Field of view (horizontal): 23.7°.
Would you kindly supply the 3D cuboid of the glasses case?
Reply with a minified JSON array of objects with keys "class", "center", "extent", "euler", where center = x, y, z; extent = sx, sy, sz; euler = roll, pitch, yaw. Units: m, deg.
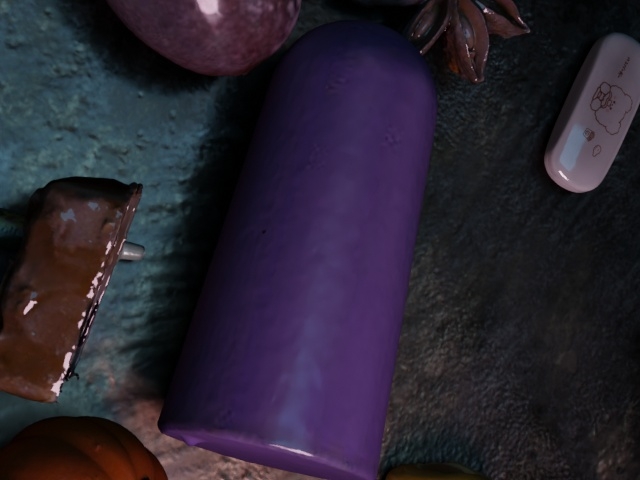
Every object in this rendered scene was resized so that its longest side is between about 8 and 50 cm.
[{"class":"glasses case","center":[0.314,-0.145,1.722],"extent":[0.074,0.049,0.193],"euler":[32,76,-19]}]

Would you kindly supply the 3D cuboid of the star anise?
[{"class":"star anise","center":[0.126,-0.257,1.635],"extent":[0.212,0.073,0.197],"euler":[31,72,-16]}]

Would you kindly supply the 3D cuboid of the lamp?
[{"class":"lamp","center":[-0.224,0.268,1.380],"extent":[0.223,0.196,0.223],"euler":[1,89,-61]}]

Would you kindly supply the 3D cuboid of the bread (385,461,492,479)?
[{"class":"bread","center":[0.124,0.318,1.590],"extent":[0.134,0.085,0.173],"euler":[10,83,-23]}]

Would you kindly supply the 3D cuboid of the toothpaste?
[{"class":"toothpaste","center":[-0.267,-0.005,1.469],"extent":[0.204,0.031,0.049],"euler":[10,82,-21]}]

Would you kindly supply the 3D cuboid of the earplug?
[{"class":"earplug","center":[0.000,0.000,1.500],"extent":[0.215,0.215,0.456],"euler":[20,75,-21]}]

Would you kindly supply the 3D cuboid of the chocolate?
[{"class":"chocolate","center":[-0.239,0.033,1.393],"extent":[0.093,0.148,0.214],"euler":[19,95,-6]}]

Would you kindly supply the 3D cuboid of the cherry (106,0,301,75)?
[{"class":"cherry","center":[-0.114,-0.283,1.473],"extent":[0.213,0.183,0.266],"euler":[-30,114,-14]}]
